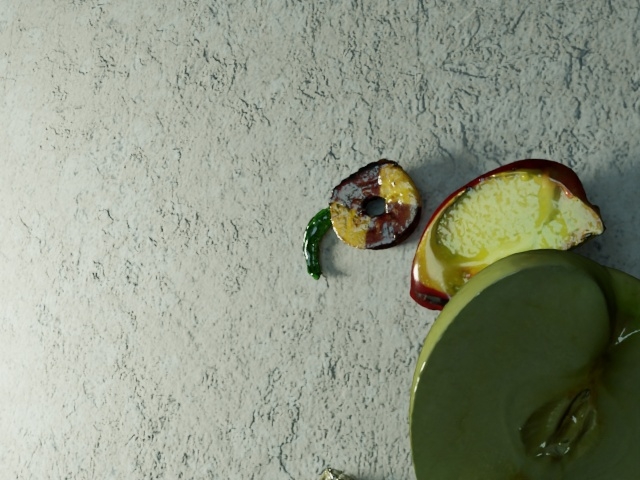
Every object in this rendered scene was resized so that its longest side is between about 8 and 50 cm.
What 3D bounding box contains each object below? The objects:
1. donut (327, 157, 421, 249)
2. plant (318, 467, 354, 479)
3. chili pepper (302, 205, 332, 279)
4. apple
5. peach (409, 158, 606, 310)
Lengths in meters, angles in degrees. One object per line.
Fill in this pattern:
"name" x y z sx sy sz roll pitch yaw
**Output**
"donut" 0.085 -0.049 1.460 0.141 0.059 0.140 -6 76 22
"plant" -0.003 0.378 1.372 0.105 0.122 0.116 -1 85 35
"chili pepper" -0.008 -0.001 1.505 0.056 0.035 0.117 10 78 43
"apple" 0.280 0.203 1.178 0.320 0.312 0.360 36 109 32
"peach" 0.237 -0.007 1.330 0.267 0.154 0.158 -35 75 19
